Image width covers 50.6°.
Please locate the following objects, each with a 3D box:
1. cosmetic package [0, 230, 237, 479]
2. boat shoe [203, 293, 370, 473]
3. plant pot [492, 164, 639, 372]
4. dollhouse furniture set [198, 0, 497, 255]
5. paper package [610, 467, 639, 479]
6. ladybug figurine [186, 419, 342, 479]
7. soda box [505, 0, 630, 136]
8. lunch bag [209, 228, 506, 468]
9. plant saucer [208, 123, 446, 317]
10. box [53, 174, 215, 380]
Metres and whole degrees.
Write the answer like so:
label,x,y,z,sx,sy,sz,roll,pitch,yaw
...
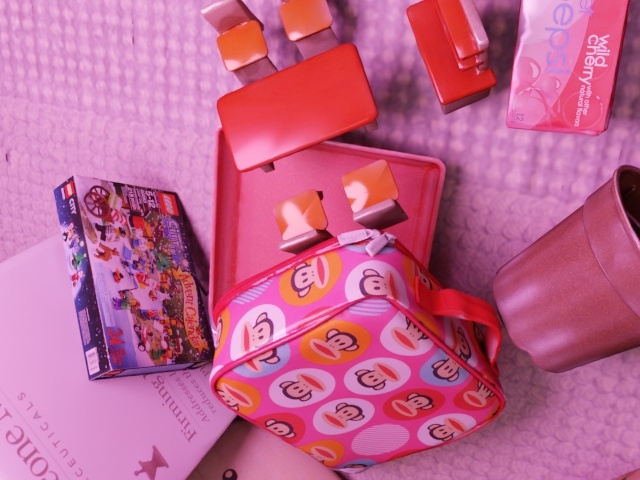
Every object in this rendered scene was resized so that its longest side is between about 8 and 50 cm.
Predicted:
label,x,y,z,sx,sy,sz,roll,pitch,yaw
cosmetic package,-0.351,0.205,0.858,0.327,0.394,0.329,-29,99,31
boat shoe,-0.053,0.192,0.887,0.302,0.109,0.094,47,145,10
plant pot,0.271,0.042,0.657,0.167,0.167,0.165,48,129,-1
dollhouse furniture set,0.025,-0.145,0.644,0.259,0.135,0.262,-21,81,12
paper package,0.338,0.464,0.704,0.168,0.325,0.310,-26,100,31
ladybug figurine,-0.058,0.477,0.981,0.305,0.162,0.449,-27,99,30
soda box,0.227,-0.230,0.595,0.092,0.083,0.264,9,115,20
lunch bag,0.058,0.121,0.701,0.258,0.120,0.293,-28,132,21
plant saucer,0.000,0.000,0.799,0.258,0.048,0.259,10,116,9
box,-0.220,0.044,0.815,0.044,0.159,0.233,-27,71,31
